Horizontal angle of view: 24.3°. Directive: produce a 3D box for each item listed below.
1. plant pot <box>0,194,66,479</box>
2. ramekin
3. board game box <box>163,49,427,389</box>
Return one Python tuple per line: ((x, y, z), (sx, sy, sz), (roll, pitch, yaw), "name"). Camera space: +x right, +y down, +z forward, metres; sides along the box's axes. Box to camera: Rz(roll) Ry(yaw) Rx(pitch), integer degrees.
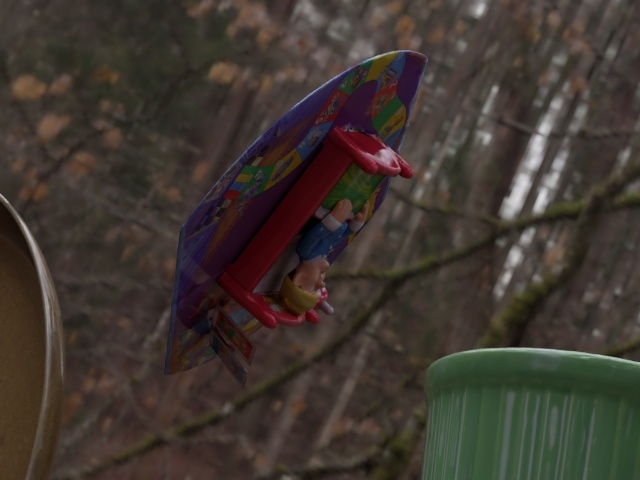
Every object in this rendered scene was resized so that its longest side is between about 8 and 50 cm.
((-0.186, 0.085, 0.646), (0.236, 0.236, 0.032), (11, -9, 43), "plant pot")
((0.229, 0.213, 1.311), (0.303, 0.148, 0.303), (10, -19, 4), "ramekin")
((0.000, 0.000, 0.593), (0.033, 0.133, 0.169), (43, -29, 17), "board game box")
